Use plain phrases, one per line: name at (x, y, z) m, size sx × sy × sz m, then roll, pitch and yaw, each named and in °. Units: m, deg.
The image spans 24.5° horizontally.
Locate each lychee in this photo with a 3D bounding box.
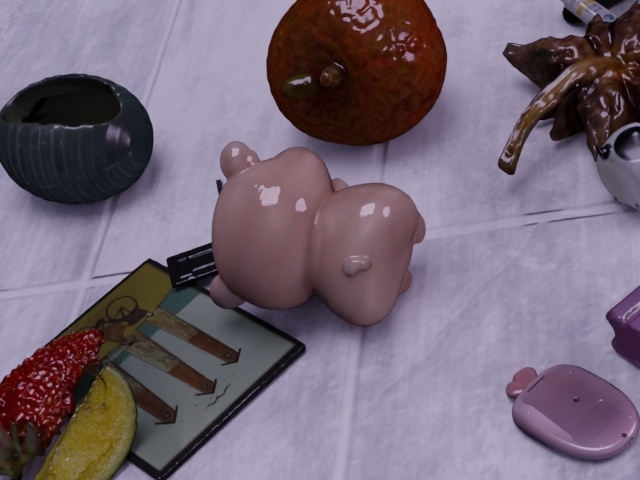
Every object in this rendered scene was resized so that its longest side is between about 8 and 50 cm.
lychee at (0.049, -0.241, 1.998) m, size 0.255 × 0.255 × 0.300 m, roll 0°, pitch 33°, yaw 24°

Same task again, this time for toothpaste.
toothpaste at (0.395, -0.305, 2.062) m, size 0.048 × 0.031 × 0.190 m, roll -38°, pitch 53°, yaw -8°

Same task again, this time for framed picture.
framed picture at (-0.206, 0.150, 1.831) m, size 0.244 × 0.013 × 0.324 m, roll -42°, pitch 42°, yaw -23°

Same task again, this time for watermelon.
watermelon at (-0.277, 0.228, 1.707) m, size 0.075 × 0.092 × 0.181 m, roll 16°, pitch 75°, yaw 49°

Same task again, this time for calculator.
calculator at (0.264, 0.178, 1.575) m, size 0.103 × 0.024 × 0.166 m, roll -40°, pitch 43°, yaw -22°

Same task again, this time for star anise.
star anise at (0.374, -0.212, 1.919) m, size 0.350 × 0.109 × 0.292 m, roll -19°, pitch 34°, yaw 4°

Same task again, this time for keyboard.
keyboard at (-0.101, 0.010, 1.929) m, size 0.204 × 0.013 × 0.061 m, roll -19°, pitch 40°, yaw -1°

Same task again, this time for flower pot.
flower pot at (-0.354, -0.144, 2.127) m, size 0.243 × 0.157 × 0.189 m, roll 5°, pitch 44°, yaw 30°

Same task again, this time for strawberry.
strawberry at (-0.345, 0.182, 1.760) m, size 0.167 × 0.087 × 0.208 m, roll -42°, pitch 20°, yaw 35°

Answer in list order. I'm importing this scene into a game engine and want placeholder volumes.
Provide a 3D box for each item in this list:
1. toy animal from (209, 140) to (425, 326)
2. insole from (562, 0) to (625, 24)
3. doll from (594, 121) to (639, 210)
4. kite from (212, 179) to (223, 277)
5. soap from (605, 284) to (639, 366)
toy animal at (-0.003, 0.005, 1.767) m, size 0.230 × 0.210 × 0.221 m, roll -1°, pitch 18°, yaw -38°
insole at (0.493, -0.387, 2.097) m, size 0.322 × 0.007 × 0.109 m, roll -25°, pitch 31°, yaw 14°
doll at (0.421, -0.106, 1.776) m, size 0.181 × 0.106 × 0.110 m, roll -25°, pitch 17°, yaw -14°
kite at (-0.101, -0.032, 1.995) m, size 0.127 × 0.016 × 0.229 m, roll -18°, pitch 39°, yaw -2°
soap at (0.422, 0.066, 1.602) m, size 0.203 × 0.065 × 0.122 m, roll -36°, pitch 41°, yaw -18°
